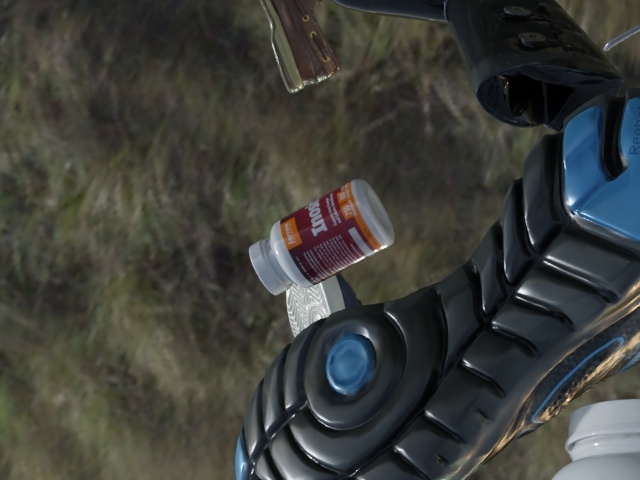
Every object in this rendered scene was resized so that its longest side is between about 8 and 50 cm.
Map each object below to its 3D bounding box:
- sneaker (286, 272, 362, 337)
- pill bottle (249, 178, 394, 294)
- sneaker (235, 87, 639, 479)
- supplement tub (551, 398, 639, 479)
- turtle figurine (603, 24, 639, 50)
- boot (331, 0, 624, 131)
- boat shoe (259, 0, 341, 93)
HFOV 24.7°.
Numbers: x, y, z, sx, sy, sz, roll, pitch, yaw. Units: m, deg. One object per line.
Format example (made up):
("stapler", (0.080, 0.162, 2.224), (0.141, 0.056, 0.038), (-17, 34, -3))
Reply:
("sneaker", (0.074, 0.160, 2.040), (0.131, 0.148, 0.350), (-11, 102, 60))
("pill bottle", (0.000, 0.000, 1.647), (0.152, 0.086, 0.086), (-28, 131, 13))
("sneaker", (0.099, 0.068, 0.796), (0.341, 0.125, 0.139), (-39, 145, 22))
("supplement tub", (0.303, 0.312, 1.265), (0.228, 0.316, 0.228), (7, 161, 2))
("turtle figurine", (0.544, -0.254, 1.747), (0.274, 0.198, 0.266), (-4, 143, -28))
("boot", (0.208, -0.310, 2.170), (0.367, 0.445, 0.146), (-5, 130, -7))
("boat shoe", (-0.028, -0.229, 1.358), (0.060, 0.064, 0.178), (-17, 106, -1))
